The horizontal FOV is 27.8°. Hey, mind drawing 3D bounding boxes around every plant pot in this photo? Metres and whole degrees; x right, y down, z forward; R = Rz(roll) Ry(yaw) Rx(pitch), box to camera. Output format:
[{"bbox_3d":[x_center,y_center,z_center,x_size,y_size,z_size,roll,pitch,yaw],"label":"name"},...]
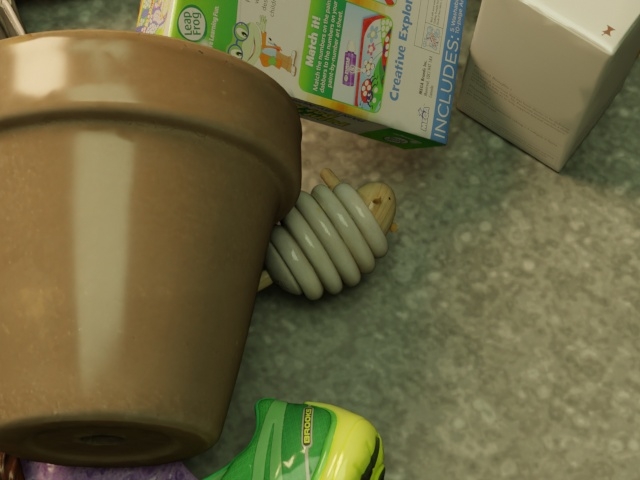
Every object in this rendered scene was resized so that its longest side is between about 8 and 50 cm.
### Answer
[{"bbox_3d":[-0.143,0.022,0.849,0.263,0.263,0.229,0,68,-2],"label":"plant pot"}]

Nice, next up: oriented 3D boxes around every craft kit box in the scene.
[{"bbox_3d":[0.001,-0.212,0.920,0.246,0.061,0.250,14,82,-38],"label":"craft kit box"}]

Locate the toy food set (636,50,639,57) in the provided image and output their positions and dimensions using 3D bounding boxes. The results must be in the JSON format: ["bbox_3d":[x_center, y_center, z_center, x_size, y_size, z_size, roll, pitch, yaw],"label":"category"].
[{"bbox_3d":[0.189,-0.257,1.064,0.232,0.111,0.104,32,67,9],"label":"toy food set"}]

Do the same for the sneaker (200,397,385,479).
[{"bbox_3d":[-0.067,0.235,0.853,0.123,0.109,0.295,21,65,28],"label":"sneaker"}]

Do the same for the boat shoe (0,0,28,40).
[{"bbox_3d":[-0.319,-0.216,1.050,0.112,0.095,0.335,-38,64,21],"label":"boat shoe"}]

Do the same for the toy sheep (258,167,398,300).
[{"bbox_3d":[0.000,0.000,0.959,0.132,0.091,0.091,-36,71,-2],"label":"toy sheep"}]

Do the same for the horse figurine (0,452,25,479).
[{"bbox_3d":[-0.287,0.197,0.811,0.263,0.066,0.174,-24,98,-33],"label":"horse figurine"}]

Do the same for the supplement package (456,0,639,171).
[{"bbox_3d":[0.182,-0.154,0.979,0.105,0.179,0.105,35,69,12],"label":"supplement package"}]

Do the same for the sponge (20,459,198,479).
[{"bbox_3d":[-0.199,0.140,0.917,0.117,0.031,0.210,-41,72,-19],"label":"sponge"}]
